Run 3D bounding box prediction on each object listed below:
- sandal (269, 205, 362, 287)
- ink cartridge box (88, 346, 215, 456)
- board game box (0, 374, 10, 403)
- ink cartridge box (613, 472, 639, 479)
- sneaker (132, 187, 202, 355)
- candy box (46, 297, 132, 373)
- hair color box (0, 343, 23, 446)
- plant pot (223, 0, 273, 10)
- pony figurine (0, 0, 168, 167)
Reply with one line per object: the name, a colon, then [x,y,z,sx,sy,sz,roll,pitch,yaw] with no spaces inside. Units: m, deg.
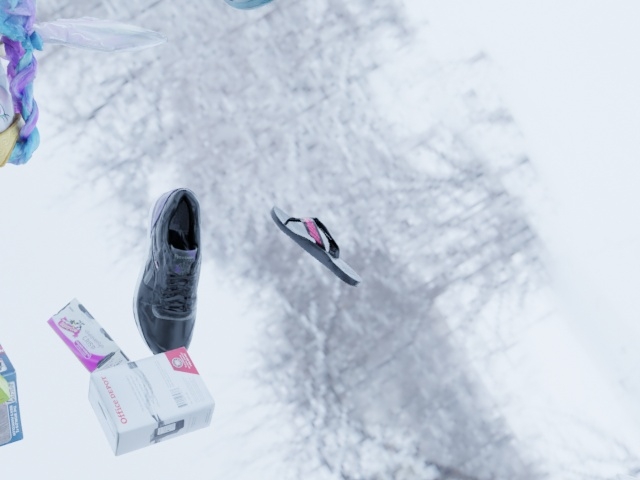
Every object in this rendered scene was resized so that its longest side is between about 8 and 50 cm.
sandal: [0.000,0.000,1.708,0.179,0.040,0.067,40,-168,34]
ink cartridge box: [-0.242,0.227,1.769,0.109,0.150,0.063,57,147,32]
board game box: [-0.634,0.235,2.203,0.181,0.092,0.043,64,179,-44]
ink cartridge box: [0.461,0.455,1.787,0.092,0.160,0.219,17,-169,-3]
sneaker: [-0.244,0.054,2.035,0.124,0.107,0.283,167,105,-73]
candy box: [-0.380,0.225,2.246,0.159,0.071,0.233,41,166,36]
hair color box: [-0.695,0.240,2.455,0.347,0.105,0.174,44,141,45]
plant pot: [-0.185,-0.603,2.043,0.334,0.341,0.341,25,-157,-38]
pony figurine: [-0.390,-0.280,1.516,0.351,0.302,0.364,-55,-46,-62]
